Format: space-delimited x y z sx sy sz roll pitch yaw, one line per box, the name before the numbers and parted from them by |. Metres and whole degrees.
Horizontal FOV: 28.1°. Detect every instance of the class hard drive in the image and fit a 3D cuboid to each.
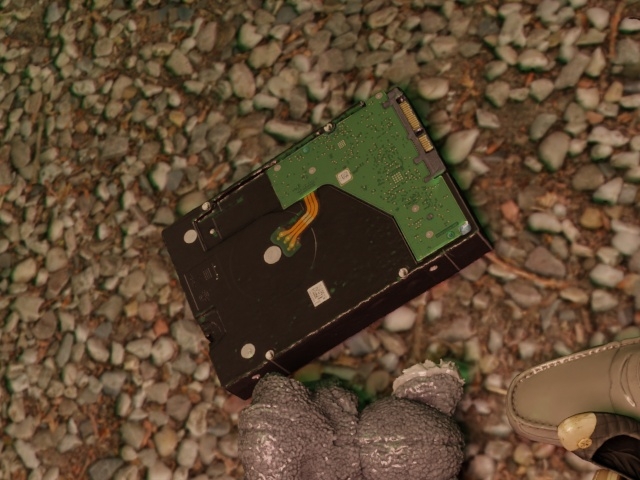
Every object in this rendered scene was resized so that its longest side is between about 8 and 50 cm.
hard drive | 0.000 0.000 1.468 0.339 0.064 0.237 -33 58 11

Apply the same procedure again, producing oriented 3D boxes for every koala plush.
koala plush | 0.043 0.214 1.291 0.221 0.203 0.196 -2 67 13

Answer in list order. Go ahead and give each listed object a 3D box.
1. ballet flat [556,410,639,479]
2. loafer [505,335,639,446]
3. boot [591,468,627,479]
ballet flat | 0.291 0.202 1.178 0.057 0.173 0.049 -50 26 32
loafer | 0.326 0.131 1.218 0.320 0.111 0.112 -13 63 21
boot | 0.196 0.302 1.231 0.165 0.077 0.213 14 75 33
